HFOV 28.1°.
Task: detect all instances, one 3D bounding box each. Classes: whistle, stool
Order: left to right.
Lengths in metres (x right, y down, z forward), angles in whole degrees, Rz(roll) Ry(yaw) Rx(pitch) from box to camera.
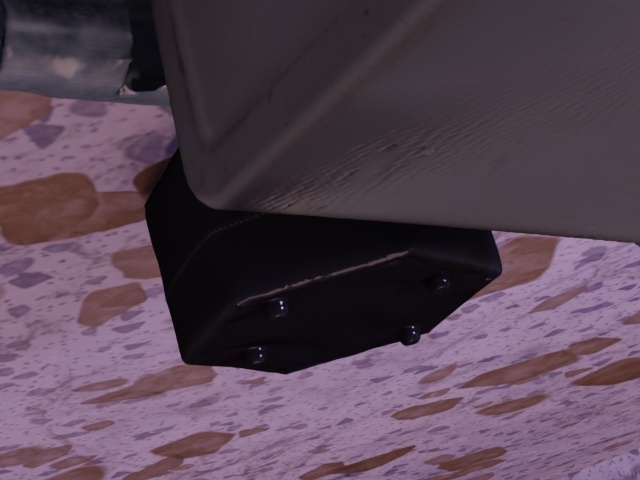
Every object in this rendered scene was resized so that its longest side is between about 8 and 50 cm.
[{"bbox_3d":[-0.042,-0.099,0.705,0.312,0.062,0.062,0,155,-38],"label":"whistle"},{"bbox_3d":[0.000,0.000,0.884,0.232,0.141,0.232,-14,161,-5],"label":"stool"}]

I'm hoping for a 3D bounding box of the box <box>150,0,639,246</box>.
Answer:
[{"bbox_3d":[0.149,-0.136,0.595,0.344,0.177,0.352,3,154,-34],"label":"box"}]
